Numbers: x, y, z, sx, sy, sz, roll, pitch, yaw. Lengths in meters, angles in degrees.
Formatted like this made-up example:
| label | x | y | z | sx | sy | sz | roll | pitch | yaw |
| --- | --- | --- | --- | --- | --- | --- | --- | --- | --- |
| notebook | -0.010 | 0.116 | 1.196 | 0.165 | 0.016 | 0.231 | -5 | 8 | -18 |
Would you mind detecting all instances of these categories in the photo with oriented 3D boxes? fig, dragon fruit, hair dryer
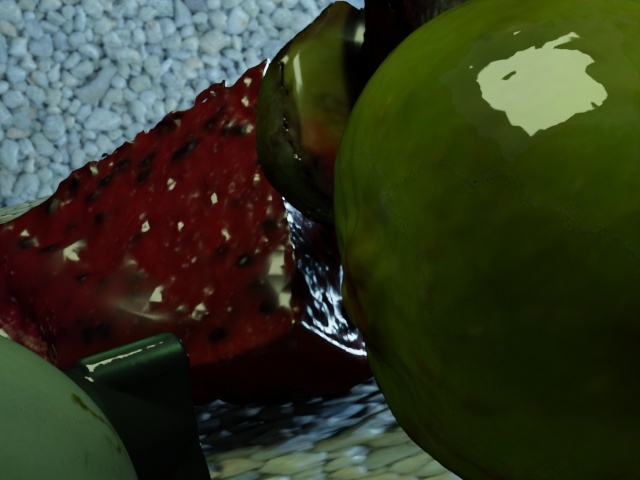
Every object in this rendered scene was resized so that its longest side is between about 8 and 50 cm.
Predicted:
| label | x | y | z | sx | sy | sz | roll | pitch | yaw |
| --- | --- | --- | --- | --- | --- | --- | --- | --- | --- |
| fig | 0.170 | 0.004 | 0.872 | 0.326 | 0.258 | 0.258 | 0 | 8 | -10 |
| dragon fruit | -0.102 | 0.001 | 1.324 | 0.330 | 0.240 | 0.302 | -3 | -5 | 23 |
| hair dryer | -0.214 | 0.144 | 1.106 | 0.244 | 0.116 | 0.302 | -16 | 2 | -25 |

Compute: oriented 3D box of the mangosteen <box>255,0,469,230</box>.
| label | x | y | z | sx | sy | sz | roll | pitch | yaw |
| --- | --- | --- | --- | --- | --- | --- | --- | --- | --- |
| mangosteen | 0.175 | -0.129 | 1.161 | 0.421 | 0.381 | 0.381 | -7 | 12 | 28 |

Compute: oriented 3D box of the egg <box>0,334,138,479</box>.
| label | x | y | z | sx | sy | sz | roll | pitch | yaw |
| --- | --- | --- | --- | --- | --- | --- | --- | --- | --- |
| egg | -0.208 | 0.119 | 0.847 | 0.264 | 0.183 | 0.183 | 19 | 0 | -17 |
